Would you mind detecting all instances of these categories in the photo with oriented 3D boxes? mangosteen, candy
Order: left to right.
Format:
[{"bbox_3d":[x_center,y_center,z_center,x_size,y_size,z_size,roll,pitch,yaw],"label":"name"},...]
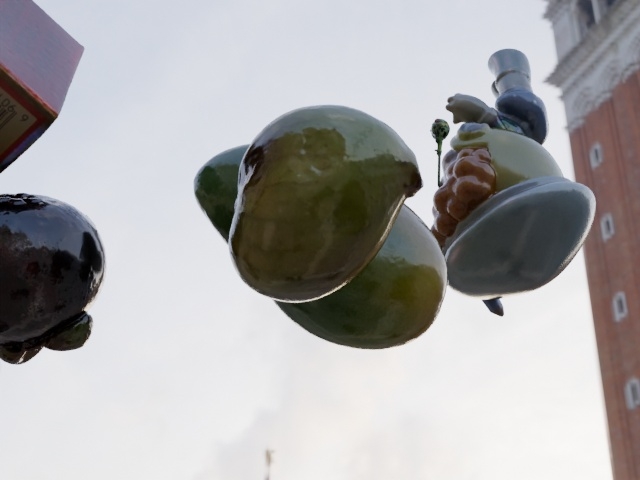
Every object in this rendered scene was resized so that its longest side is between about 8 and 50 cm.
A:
[{"bbox_3d":[-0.250,0.034,0.908,0.152,0.152,0.152,1,-38,1],"label":"mangosteen"},{"bbox_3d":[0.143,-0.106,1.323,0.025,0.083,0.023,2,-1,22],"label":"candy"}]

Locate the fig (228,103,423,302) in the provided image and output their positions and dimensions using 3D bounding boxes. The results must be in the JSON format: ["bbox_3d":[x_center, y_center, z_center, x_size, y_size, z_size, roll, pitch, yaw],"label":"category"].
[{"bbox_3d":[-0.006,-0.027,0.789,0.120,0.136,0.153,33,-70,-6],"label":"fig"}]

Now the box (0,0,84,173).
[{"bbox_3d":[-0.362,-0.222,0.965,0.089,0.197,0.313,-39,-66,15],"label":"box"}]

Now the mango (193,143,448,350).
[{"bbox_3d":[0.000,0.000,0.979,0.251,0.156,0.114,36,-30,22],"label":"mango"}]

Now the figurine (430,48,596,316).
[{"bbox_3d":[0.251,-0.108,1.413,0.205,0.382,0.224,-1,-28,15],"label":"figurine"}]
